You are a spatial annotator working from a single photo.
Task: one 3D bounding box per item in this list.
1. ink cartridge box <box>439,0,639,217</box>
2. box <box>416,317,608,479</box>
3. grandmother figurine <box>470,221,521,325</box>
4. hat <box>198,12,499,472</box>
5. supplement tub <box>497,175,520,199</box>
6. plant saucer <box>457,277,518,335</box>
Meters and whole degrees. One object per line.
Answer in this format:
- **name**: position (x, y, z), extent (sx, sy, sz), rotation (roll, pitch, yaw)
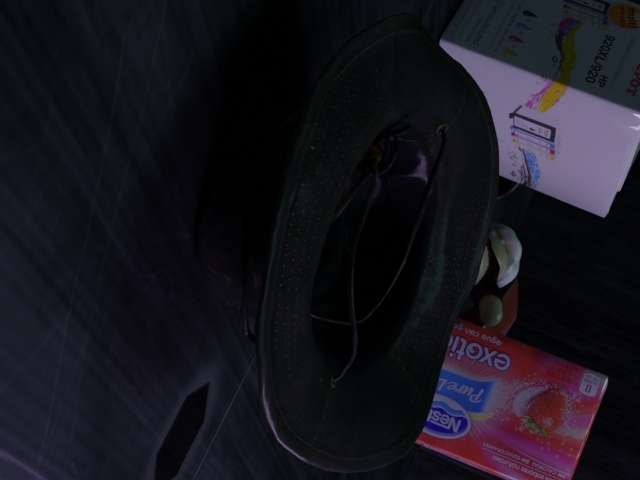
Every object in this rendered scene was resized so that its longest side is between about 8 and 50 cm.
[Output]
- **ink cartridge box**: position (0.256, -0.174, 1.420), extent (0.168, 0.232, 0.171), rotation (97, 19, -51)
- **box**: position (0.152, 0.168, 1.428), extent (0.154, 0.300, 0.142), rotation (56, 56, -77)
- **grandmother figurine**: position (0.170, 0.010, 1.572), extent (0.342, 0.104, 0.208), rotation (16, 62, -68)
- **hat**: position (0.000, 0.000, 0.882), extent (0.331, 0.134, 0.331), rotation (-31, 127, -54)
- **supplement tub**: position (0.208, -0.113, 1.601), extent (0.198, 0.106, 0.106), rotation (-55, 165, -76)
- **plant saucer**: position (0.152, 0.164, 1.707), extent (0.259, 0.048, 0.258), rotation (-35, 179, 21)
